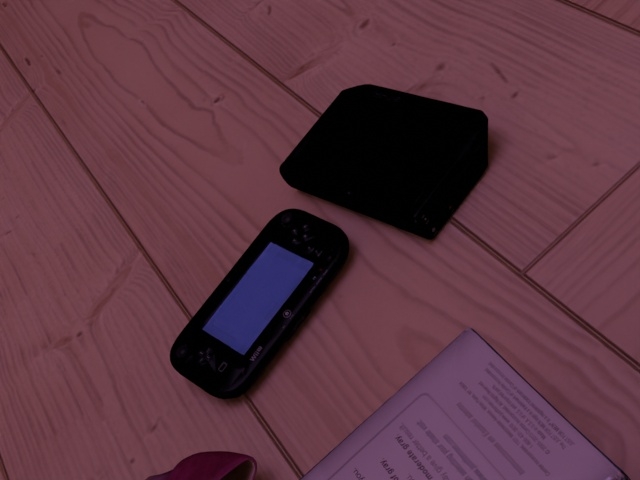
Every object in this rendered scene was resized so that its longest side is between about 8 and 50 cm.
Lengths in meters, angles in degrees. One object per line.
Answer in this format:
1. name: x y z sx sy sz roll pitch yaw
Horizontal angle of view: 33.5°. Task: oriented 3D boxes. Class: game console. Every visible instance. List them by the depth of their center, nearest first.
1. game console: 0.000 0.000 1.025 0.213 0.044 0.361 22 70 48

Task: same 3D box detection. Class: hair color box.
1. hair color box: 0.039 0.242 0.715 0.347 0.105 0.174 -42 39 -1

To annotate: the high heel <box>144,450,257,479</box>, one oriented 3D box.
1. high heel: -0.122 0.275 0.837 0.117 0.082 0.244 -24 28 35
